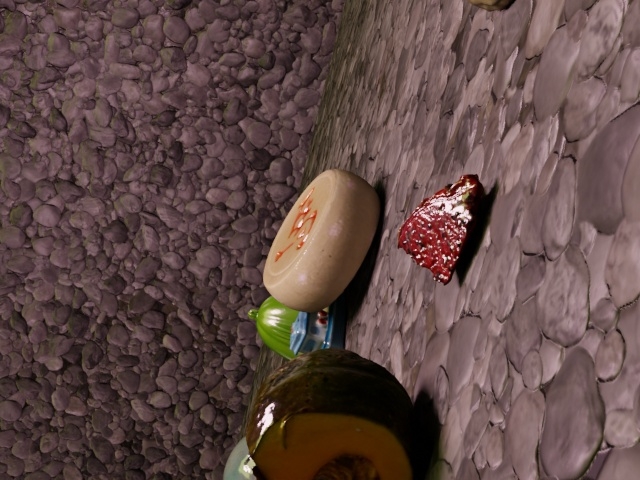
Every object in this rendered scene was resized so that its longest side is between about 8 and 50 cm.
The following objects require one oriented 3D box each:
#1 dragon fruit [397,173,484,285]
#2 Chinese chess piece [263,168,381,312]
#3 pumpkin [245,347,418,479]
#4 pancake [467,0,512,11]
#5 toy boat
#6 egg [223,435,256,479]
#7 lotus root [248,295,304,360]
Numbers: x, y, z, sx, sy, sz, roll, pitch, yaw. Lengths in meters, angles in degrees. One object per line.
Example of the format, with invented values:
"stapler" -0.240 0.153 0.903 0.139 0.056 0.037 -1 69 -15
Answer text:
"dragon fruit" 0.147 -0.025 0.874 0.097 0.063 0.131 50 135 39
"Chinese chess piece" 0.000 0.000 1.436 0.273 0.102 0.273 -53 17 24
"pumpkin" -0.002 0.266 0.887 0.139 0.190 0.281 -109 32 -75
"pancake" 0.220 -0.406 0.934 0.294 0.049 0.295 -167 90 -84
"toy boat" -0.007 0.140 1.527 0.238 0.098 0.109 -86 15 -54
"egg" -0.074 0.390 1.303 0.237 0.169 0.169 108 172 -48
"lotus root" -0.069 0.169 1.677 0.186 0.186 0.186 -167 90 -83
